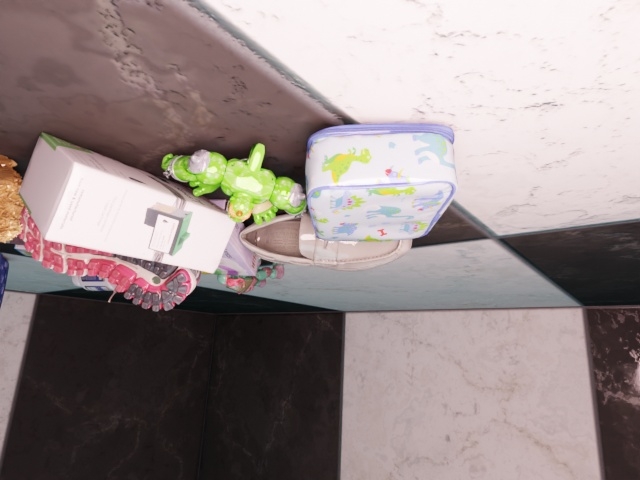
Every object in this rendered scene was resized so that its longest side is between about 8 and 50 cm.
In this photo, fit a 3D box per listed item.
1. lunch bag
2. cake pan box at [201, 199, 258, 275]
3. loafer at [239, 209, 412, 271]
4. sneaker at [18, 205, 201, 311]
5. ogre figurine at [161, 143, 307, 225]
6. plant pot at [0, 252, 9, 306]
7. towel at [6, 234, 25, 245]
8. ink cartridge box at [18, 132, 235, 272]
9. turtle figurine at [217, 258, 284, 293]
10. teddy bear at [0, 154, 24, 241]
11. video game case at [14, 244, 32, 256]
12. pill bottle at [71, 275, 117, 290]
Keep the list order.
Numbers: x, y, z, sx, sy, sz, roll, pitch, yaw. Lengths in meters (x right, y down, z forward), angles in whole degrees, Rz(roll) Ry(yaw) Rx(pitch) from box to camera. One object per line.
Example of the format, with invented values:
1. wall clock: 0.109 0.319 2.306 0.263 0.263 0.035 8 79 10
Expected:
1. lunch bag: 0.072 -0.061 0.520 0.175 0.090 0.219 -2 164 3
2. cake pan box: -0.270 -0.002 0.823 0.245 0.070 0.267 0 157 4
3. loafer: 0.000 0.000 0.739 0.319 0.112 0.111 -4 172 27
4. sneaker: -0.339 0.010 0.665 0.299 0.121 0.112 32 -167 -5
5. ogre figurine: -0.100 -0.073 0.526 0.197 0.097 0.118 37 170 -15
6. plant pot: -1.112 0.136 1.253 0.235 0.236 0.212 12 156 -33
7. towel: -0.781 -0.044 0.877 0.328 0.037 0.237 16 163 -36
8. ink cartridge box: -0.247 -0.043 0.547 0.160 0.093 0.219 29 -173 40
9. turtle figurine: -0.212 0.086 1.119 0.175 0.118 0.234 -7 168 32
10. teddy bear: -0.541 -0.040 0.464 0.245 0.113 0.338 32 -154 22
11. video game case: -0.798 0.040 1.230 0.166 0.015 0.119 8 164 -21
12. pill bottle: -0.732 0.119 1.364 0.169 0.094 0.094 -2 165 19
